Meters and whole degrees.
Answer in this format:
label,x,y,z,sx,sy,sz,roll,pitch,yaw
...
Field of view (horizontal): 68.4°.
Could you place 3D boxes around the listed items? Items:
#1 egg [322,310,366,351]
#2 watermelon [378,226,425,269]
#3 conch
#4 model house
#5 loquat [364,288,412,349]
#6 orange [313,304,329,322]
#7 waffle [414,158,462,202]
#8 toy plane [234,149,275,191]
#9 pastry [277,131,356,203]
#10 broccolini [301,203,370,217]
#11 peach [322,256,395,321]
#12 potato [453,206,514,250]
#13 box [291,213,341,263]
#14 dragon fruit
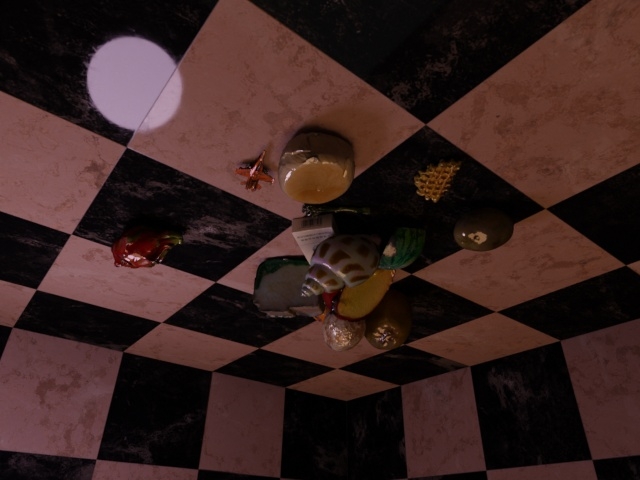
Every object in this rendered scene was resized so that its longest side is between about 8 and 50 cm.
label,x,y,z,sx,sy,sz,roll,pitch,yaw
egg,0.109,0.401,2.174,0.203,0.203,0.245,15,111,-21
watermelon,0.298,0.037,1.827,0.146,0.128,0.231,3,118,-56
conch,0.083,0.093,1.794,0.367,0.197,0.249,-18,148,-2
model house,-0.126,0.238,2.137,0.298,0.243,0.284,-1,156,10
loquat,0.322,0.379,2.282,0.275,0.284,0.276,3,124,5
orange,0.031,0.320,2.315,0.177,0.155,0.178,-4,138,-3
waffle,0.403,-0.203,1.586,0.160,0.046,0.192,28,139,-33
toy plane,-0.208,-0.237,1.550,0.135,0.062,0.188,12,132,-16
pastry,-0.010,-0.224,1.483,0.264,0.133,0.265,0,148,0
broccolini,0.056,-0.105,1.747,0.254,0.058,0.071,5,-170,-1
peach,0.150,0.176,2.036,0.361,0.201,0.258,-42,130,-8
potato,0.607,-0.039,1.746,0.235,0.160,0.178,5,169,-24
box,0.000,0.000,1.896,0.164,0.069,0.256,-8,146,13
dragon fruit,-0.691,0.033,1.882,0.269,0.198,0.200,1,139,-27
